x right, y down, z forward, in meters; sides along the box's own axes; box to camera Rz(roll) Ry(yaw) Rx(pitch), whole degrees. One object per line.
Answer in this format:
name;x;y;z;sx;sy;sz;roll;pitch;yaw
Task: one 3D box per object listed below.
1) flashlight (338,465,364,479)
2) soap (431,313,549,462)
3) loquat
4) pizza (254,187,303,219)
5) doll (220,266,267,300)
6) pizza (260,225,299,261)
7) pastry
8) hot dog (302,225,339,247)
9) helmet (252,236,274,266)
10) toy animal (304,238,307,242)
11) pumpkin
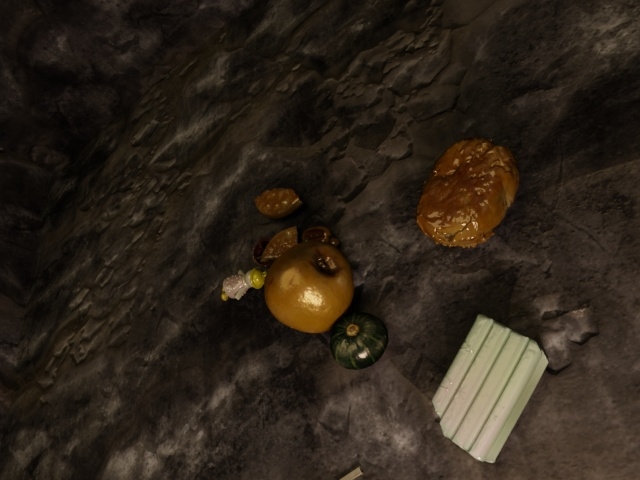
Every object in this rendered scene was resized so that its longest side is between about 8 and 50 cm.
flashlight;0.075;0.614;1.401;0.083;0.018;0.018;-40;49;16
soap;0.384;0.335;1.245;0.172;0.095;0.290;27;86;44
loquat;-0.032;0.144;1.596;0.274;0.274;0.275;-19;56;31
pizza;-0.151;-0.132;1.972;0.246;0.058;0.127;-9;63;38
doll;-0.270;0.149;1.903;0.207;0.081;0.129;-24;41;25
pizza;-0.118;0.025;1.857;0.130;0.041;0.178;26;69;25
pastry;0.391;-0.118;1.442;0.255;0.162;0.311;26;82;43
hot dog;0.000;-0.002;1.780;0.140;0.060;0.090;-12;64;43
helmet;-0.190;0.047;1.909;0.089;0.057;0.111;16;71;6
toy animal;-0.083;0.102;1.779;0.041;0.075;0.217;26;80;45
pumpkin;0.104;0.276;1.489;0.167;0.125;0.167;-8;53;10
